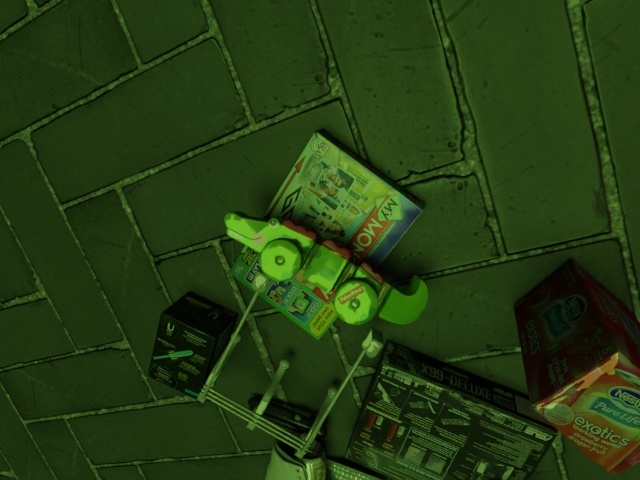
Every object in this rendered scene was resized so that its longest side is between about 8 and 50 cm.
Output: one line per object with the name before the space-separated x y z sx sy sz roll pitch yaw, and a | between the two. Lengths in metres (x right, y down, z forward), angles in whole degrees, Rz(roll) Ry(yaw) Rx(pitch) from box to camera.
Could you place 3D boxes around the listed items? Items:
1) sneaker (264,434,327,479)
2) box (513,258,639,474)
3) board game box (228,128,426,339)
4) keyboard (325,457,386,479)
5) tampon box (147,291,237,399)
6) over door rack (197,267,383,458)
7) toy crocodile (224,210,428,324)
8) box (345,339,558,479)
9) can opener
sneaker | -0.007 0.522 0.889 0.292 0.108 0.169 25 114 35
box | 0.361 0.150 0.597 0.128 0.257 0.123 41 118 0
board game box | 0.000 0.000 0.776 0.213 0.046 0.317 36 115 3
keyboard | 0.104 0.504 0.879 0.255 0.014 0.072 -1 82 39
tampon box | -0.258 0.211 0.900 0.120 0.101 0.161 23 113 8
over door rack | -0.059 0.221 0.811 0.239 0.108 0.325 29 114 0
toy crocodile | 0.005 0.036 0.700 0.340 0.115 0.105 29 96 4
box | 0.224 0.353 0.812 0.307 0.076 0.243 19 114 10
can opener | -0.072 0.373 0.925 0.185 0.073 0.059 22 122 19
